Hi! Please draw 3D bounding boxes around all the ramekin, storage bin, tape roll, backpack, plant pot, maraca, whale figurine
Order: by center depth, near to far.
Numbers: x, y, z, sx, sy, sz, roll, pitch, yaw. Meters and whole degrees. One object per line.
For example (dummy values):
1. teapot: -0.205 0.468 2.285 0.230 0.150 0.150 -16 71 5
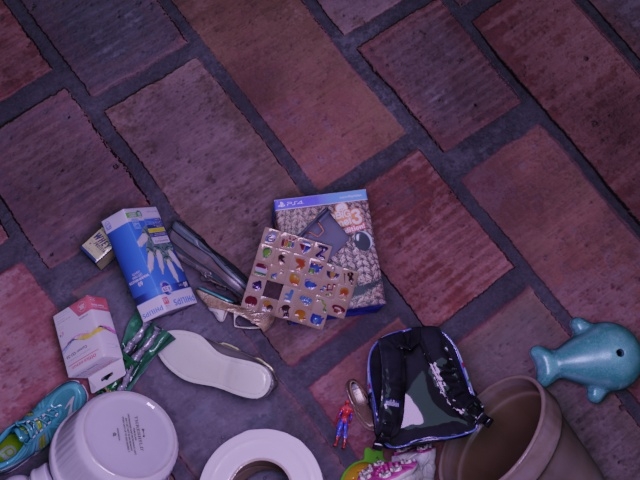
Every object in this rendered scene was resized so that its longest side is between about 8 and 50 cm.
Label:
1. ramekin: -0.435 0.450 1.655 0.273 0.127 0.272 24 37 -20
2. tape roll: -0.127 0.570 1.697 0.287 0.100 0.286 -3 61 6
3. plant pot: 0.479 0.519 1.739 0.280 0.323 0.323 40 74 -12
4. storage bin: 0.000 0.000 1.771 0.091 0.098 0.135 44 75 -4
5. maraca: 0.110 0.566 1.773 0.127 0.099 0.185 47 51 -5
6. backpack: 0.227 0.339 1.780 0.277 0.213 0.263 -8 76 -6
7. whale figurine: 0.660 0.291 1.880 0.272 0.141 0.216 -5 76 -7

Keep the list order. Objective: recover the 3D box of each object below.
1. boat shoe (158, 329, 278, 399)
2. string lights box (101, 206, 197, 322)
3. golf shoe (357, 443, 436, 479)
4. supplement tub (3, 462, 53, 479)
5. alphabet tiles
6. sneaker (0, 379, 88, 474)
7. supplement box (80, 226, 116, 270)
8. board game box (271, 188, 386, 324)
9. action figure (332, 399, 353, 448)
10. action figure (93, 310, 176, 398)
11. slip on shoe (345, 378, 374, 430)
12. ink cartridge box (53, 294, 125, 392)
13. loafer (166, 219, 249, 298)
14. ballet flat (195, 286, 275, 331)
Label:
1. boat shoe: -0.243 0.293 1.804 0.305 0.091 0.109 18 87 18
2. string lights box: -0.405 0.054 1.814 0.077 0.133 0.259 -27 85 23
3. golf shoe: 0.183 0.548 1.702 0.115 0.306 0.140 -11 84 33
4. supplement tub: -0.664 0.643 1.593 0.325 0.235 0.235 -34 81 -13
5. alphabet tiles: -0.040 0.093 1.738 0.237 0.009 0.198 17 102 -7
6. sneaker: -0.640 0.427 1.720 0.275 0.110 0.107 -43 83 -15
7. supplement box: -0.527 0.018 1.856 0.056 0.083 0.083 43 75 6
8. board game box: 0.016 0.042 1.878 0.232 0.141 0.290 -8 76 -8
9. action figure: 0.054 0.439 1.834 0.038 0.030 0.115 17 69 -7
10. action figure: -0.456 0.291 1.787 0.137 0.063 0.232 29 83 31
11. slip on shoe: 0.104 0.396 1.843 0.052 0.041 0.135 -23 78 -12
12. ink cartridge box: -0.533 0.241 1.764 0.115 0.067 0.198 -31 67 18
13. loafer: -0.280 0.062 1.880 0.267 0.096 0.084 41 94 12
14. ballet flat: -0.213 0.173 1.859 0.206 0.073 0.067 18 88 3
